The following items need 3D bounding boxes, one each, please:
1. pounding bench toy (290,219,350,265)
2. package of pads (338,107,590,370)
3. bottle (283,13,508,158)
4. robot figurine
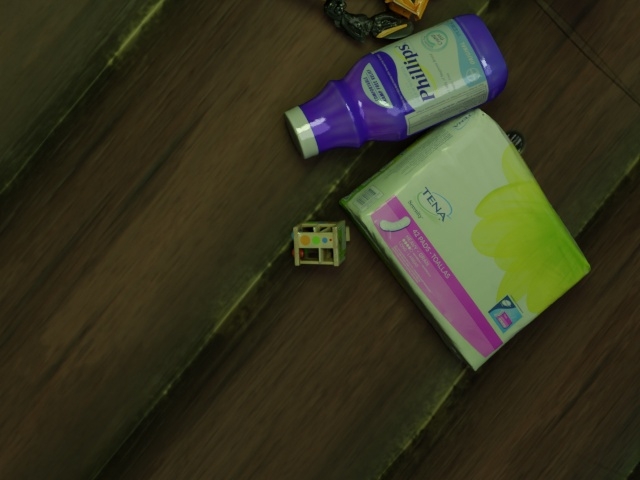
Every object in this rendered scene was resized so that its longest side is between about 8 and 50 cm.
[{"bbox_3d":[0.000,0.000,1.674,0.065,0.083,0.052,0,102,14],"label":"pounding bench toy"},{"bbox_3d":[0.202,-0.008,1.708,0.229,0.101,0.296,-40,112,-5],"label":"package of pads"},{"bbox_3d":[0.094,-0.189,1.624,0.283,0.092,0.118,-23,71,-6],"label":"bottle"},{"bbox_3d":[0.036,-0.371,1.578,0.291,0.085,0.211,22,93,-21],"label":"robot figurine"}]
